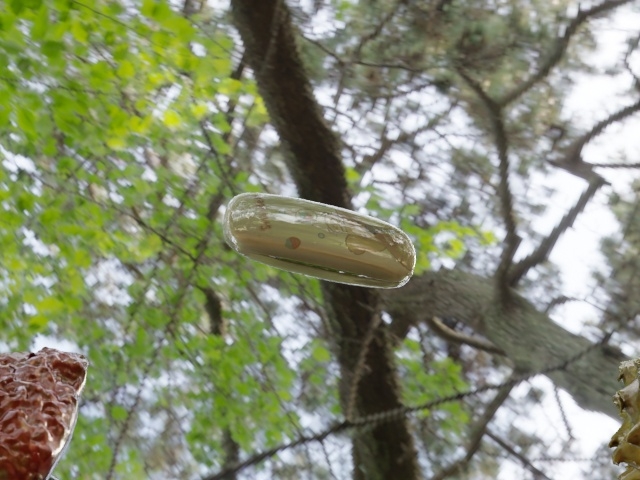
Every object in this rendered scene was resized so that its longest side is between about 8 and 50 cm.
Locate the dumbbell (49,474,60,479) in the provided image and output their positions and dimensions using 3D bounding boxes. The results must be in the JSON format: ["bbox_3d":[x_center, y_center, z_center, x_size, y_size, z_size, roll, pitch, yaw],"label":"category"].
[{"bbox_3d":[-0.304,0.276,1.370,0.179,0.406,0.179,-49,-22,-29],"label":"dumbbell"}]

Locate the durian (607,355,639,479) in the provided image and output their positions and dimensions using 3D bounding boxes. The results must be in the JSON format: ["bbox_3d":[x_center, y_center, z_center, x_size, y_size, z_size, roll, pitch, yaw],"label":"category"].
[{"bbox_3d":[0.296,0.075,0.827,0.341,0.112,0.191,-29,-62,-23],"label":"durian"}]

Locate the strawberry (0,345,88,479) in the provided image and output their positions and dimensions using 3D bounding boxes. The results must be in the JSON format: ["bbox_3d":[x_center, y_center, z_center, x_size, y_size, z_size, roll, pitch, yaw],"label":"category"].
[{"bbox_3d":[-0.253,0.151,0.914,0.098,0.174,0.228,43,-116,-16],"label":"strawberry"}]

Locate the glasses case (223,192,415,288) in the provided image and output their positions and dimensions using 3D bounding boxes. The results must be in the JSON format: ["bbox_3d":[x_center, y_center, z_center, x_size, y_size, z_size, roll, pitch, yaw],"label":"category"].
[{"bbox_3d":[0.000,0.000,1.275,0.204,0.081,0.051,12,-45,-14],"label":"glasses case"}]
